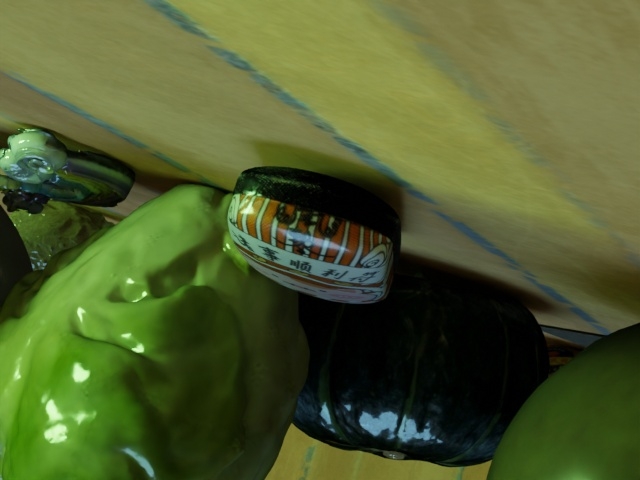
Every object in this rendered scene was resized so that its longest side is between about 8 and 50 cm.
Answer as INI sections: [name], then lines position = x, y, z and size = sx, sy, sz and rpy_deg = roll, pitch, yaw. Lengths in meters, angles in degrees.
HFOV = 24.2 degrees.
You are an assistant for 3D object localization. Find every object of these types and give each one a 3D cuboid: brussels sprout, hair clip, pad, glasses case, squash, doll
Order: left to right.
[doll]
position = -0.292, 0.009, 1.635
size = 0.221, 0.105, 0.115
rpy_deg = 16, 136, -3
[hair clip]
position = -0.207, -0.054, 1.180
size = 0.116, 0.049, 0.172
rpy_deg = 4, 172, -29
[brussels sprout]
position = -0.141, 0.105, 1.168
size = 0.242, 0.317, 0.274
rpy_deg = 28, 148, -12
[glasses case]
position = 0.000, 0.000, 0.982
size = 0.103, 0.067, 0.267
rpy_deg = 14, 174, 6
[squash]
position = 0.075, 0.108, 1.305
size = 0.252, 0.165, 0.252
rpy_deg = 11, 170, 2
[pad]
position = 0.341, 0.116, 1.427
size = 0.176, 0.002, 0.266
rpy_deg = 20, 173, -33

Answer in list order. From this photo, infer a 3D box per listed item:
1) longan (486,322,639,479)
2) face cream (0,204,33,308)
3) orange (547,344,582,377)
[longan]
position = 0.285, 0.221, 1.019
size = 0.361, 0.361, 0.361
rpy_deg = 16, 174, 2
[face cream]
position = -0.387, 0.011, 1.272
size = 0.312, 0.219, 0.357
rpy_deg = 42, 175, 13
[orange]
position = 0.270, 0.192, 1.626
size = 0.177, 0.155, 0.177
rpy_deg = 3, 177, 0
